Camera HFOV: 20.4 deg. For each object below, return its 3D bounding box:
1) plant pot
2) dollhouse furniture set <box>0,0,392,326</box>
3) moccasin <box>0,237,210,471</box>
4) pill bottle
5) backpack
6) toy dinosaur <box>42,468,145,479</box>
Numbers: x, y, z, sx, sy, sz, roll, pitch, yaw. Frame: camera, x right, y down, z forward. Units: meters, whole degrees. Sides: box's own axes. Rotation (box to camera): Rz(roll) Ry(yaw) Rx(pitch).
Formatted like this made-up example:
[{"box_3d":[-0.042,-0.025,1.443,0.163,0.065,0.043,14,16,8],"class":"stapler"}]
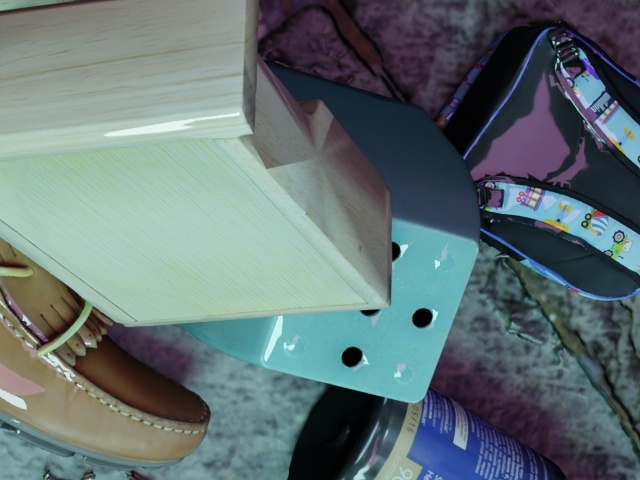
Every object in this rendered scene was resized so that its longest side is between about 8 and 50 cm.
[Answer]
[{"box_3d":[0.000,0.000,1.113,0.166,0.234,0.165,15,103,-18],"class":"plant pot"},{"box_3d":[-0.071,-0.183,0.921,0.362,0.256,0.394,-5,69,17],"class":"dollhouse furniture set"},{"box_3d":[-0.217,0.007,1.124,0.380,0.139,0.147,40,94,-8],"class":"moccasin"},{"box_3d":[0.096,0.184,1.240,0.219,0.123,0.123,32,88,-18],"class":"pill bottle"},{"box_3d":[0.173,-0.049,1.231,0.173,0.117,0.158,32,88,-18],"class":"backpack"},{"box_3d":[-0.145,0.210,1.219,0.183,0.053,0.092,33,103,-11],"class":"toy dinosaur"}]
